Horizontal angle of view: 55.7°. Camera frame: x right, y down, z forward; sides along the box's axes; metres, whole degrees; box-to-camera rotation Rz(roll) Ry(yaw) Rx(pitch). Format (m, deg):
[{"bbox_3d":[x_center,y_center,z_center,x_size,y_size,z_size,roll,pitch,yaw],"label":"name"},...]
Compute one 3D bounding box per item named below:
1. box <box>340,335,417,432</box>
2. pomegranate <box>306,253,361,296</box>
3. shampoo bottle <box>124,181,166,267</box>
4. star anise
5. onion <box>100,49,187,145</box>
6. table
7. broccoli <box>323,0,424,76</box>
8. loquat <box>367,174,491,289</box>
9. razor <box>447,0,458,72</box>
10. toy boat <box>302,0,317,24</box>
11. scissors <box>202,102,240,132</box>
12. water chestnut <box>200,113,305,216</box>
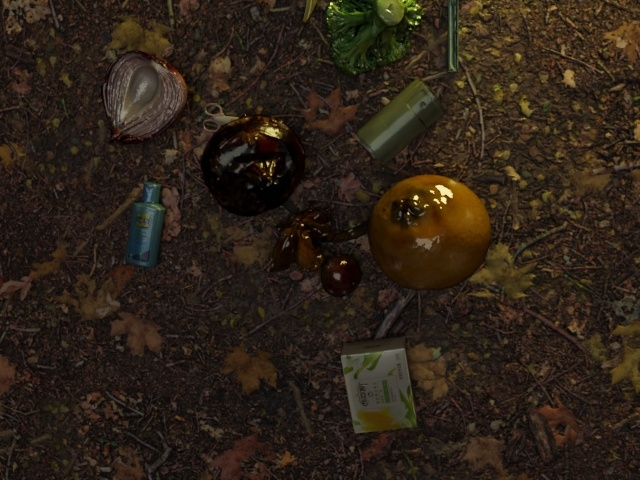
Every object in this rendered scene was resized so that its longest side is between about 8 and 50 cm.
[{"bbox_3d":[0.179,0.436,1.832,0.194,0.111,0.260,-9,103,9],"label":"box"},{"bbox_3d":[0.043,0.088,1.769,0.159,0.129,0.129,40,104,7],"label":"pomegranate"},{"bbox_3d":[-0.527,-0.050,1.837,0.104,0.061,0.258,12,103,3],"label":"shampoo bottle"},{"bbox_3d":[0.000,-0.008,1.727,0.346,0.237,0.148,-19,132,1],"label":"star anise"},{"bbox_3d":[-0.514,-0.392,1.730,0.227,0.120,0.283,38,100,-4],"label":"onion"},{"bbox_3d":[0.217,-0.322,1.655,0.220,0.126,0.126,-41,95,13],"label":"table"},{"bbox_3d":[0.133,-0.549,1.545,0.254,0.269,0.269,17,104,-13],"label":"broccoli"},{"bbox_3d":[0.287,-0.023,1.610,0.328,0.328,0.328,1,102,7],"label":"loquat"},{"bbox_3d":[0.355,-0.593,1.624,0.111,0.056,0.278,-1,109,8],"label":"razor"},{"bbox_3d":[-0.042,-0.675,1.642,0.066,0.065,0.172,-6,96,-5],"label":"toy boat"},{"bbox_3d":[-0.258,-0.347,1.760,0.176,0.022,0.085,11,99,8],"label":"scissors"},{"bbox_3d":[-0.182,-0.200,1.656,0.300,0.300,0.300,1,102,7],"label":"water chestnut"}]
